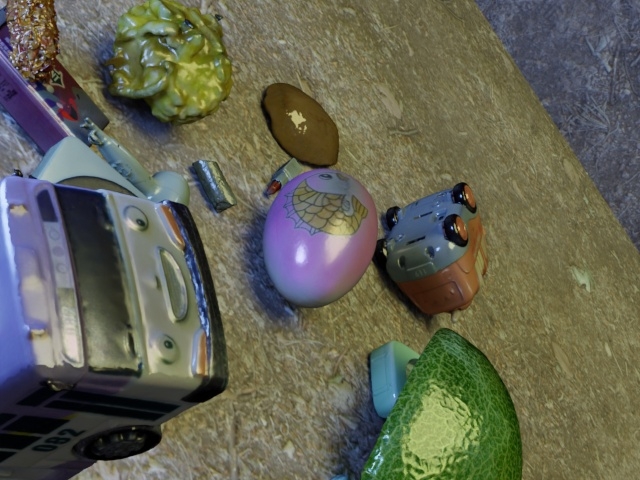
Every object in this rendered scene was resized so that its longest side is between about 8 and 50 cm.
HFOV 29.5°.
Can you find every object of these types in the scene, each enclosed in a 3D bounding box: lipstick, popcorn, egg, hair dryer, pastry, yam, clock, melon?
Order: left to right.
[{"bbox_3d":[-0.393,-0.297,1.674,0.087,0.063,0.169,26,42,-51],"label":"pastry"},{"bbox_3d":[-0.281,-0.071,1.736,0.237,0.075,0.206,58,30,-35],"label":"hair dryer"},{"bbox_3d":[-0.239,-0.290,1.946,0.189,0.169,0.218,8,51,-57],"label":"popcorn"},{"bbox_3d":[-0.173,-0.092,1.996,0.043,0.043,0.094,-14,76,-61],"label":"yam"},{"bbox_3d":[-0.070,-0.109,2.188,0.030,0.030,0.129,54,29,-10],"label":"lipstick"},{"bbox_3d":[0.000,0.000,2.029,0.196,0.196,0.271,37,39,-35],"label":"egg"},{"bbox_3d":[0.166,0.276,2.164,0.188,0.060,0.148,38,35,-34],"label":"clock"},{"bbox_3d":[0.203,0.311,1.985,0.331,0.226,0.343,28,70,-24],"label":"melon"}]

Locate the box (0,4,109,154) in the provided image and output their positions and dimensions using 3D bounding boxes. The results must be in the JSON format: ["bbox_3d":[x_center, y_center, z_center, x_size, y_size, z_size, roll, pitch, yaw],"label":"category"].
[{"bbox_3d":[-0.405,-0.217,1.719,0.224,0.069,0.120,49,29,-19],"label":"box"}]

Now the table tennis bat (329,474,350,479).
[{"bbox_3d":[0.068,0.471,1.853,0.149,0.038,0.237,-15,80,-61],"label":"table tennis bat"}]

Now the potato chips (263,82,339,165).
[{"bbox_3d":[-0.023,-0.229,2.348,0.208,0.062,0.195,44,30,-22],"label":"potato chips"}]

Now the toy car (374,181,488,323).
[{"bbox_3d":[0.242,0.029,2.416,0.212,0.181,0.270,59,27,-22],"label":"toy car"}]

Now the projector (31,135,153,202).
[{"bbox_3d":[-0.304,0.033,1.601,0.259,0.079,0.257,43,46,-22],"label":"projector"}]

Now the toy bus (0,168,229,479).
[{"bbox_3d":[-0.319,0.125,1.144,0.249,0.440,0.209,18,49,-48],"label":"toy bus"}]
